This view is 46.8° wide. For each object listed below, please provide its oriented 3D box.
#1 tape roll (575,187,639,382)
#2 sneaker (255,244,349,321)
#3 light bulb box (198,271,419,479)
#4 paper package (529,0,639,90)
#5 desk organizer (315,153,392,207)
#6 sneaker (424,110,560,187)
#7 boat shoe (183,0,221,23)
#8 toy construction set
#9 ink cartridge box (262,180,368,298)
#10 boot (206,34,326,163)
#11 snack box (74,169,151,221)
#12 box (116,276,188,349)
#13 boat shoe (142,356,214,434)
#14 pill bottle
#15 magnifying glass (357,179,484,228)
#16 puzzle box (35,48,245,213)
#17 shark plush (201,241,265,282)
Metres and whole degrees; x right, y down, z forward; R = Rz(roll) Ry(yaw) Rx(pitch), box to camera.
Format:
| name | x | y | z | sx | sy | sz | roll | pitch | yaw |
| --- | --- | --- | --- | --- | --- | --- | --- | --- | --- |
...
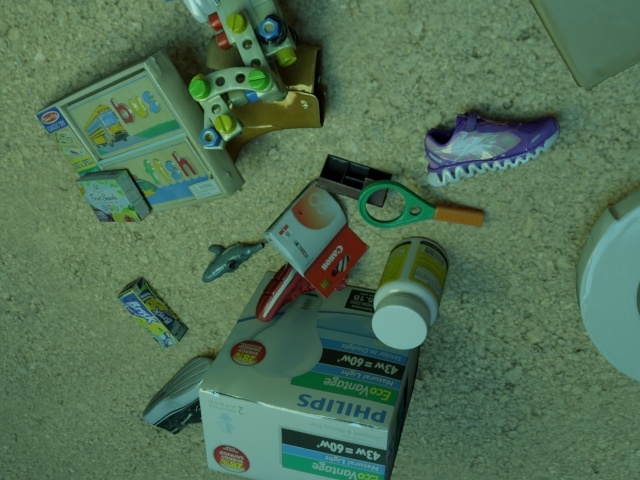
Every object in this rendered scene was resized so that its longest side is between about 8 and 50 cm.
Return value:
| name | x | y | z | sx | sy | sz | roll | pitch | yaw |
| --- | --- | --- | --- | --- | --- | --- | --- | --- | --- |
| tape roll | 0.628 | 0.075 | 1.229 | 0.392 | 0.072 | 0.392 | 4 | 114 | 9 |
| sneaker | -0.021 | 0.090 | 1.445 | 0.128 | 0.087 | 0.221 | 38 | 83 | -14 |
| light bulb box | -0.003 | 0.278 | 1.455 | 0.357 | 0.361 | 0.225 | 9 | 126 | 13 |
| paper package | 0.405 | -0.418 | 0.959 | 0.309 | 0.168 | 0.325 | -27 | 110 | 30 |
| desk organizer | 0.063 | -0.110 | 1.364 | 0.130 | 0.047 | 0.050 | 18 | 125 | 6 |
| sneaker | 0.272 | -0.169 | 1.227 | 0.236 | 0.095 | 0.105 | -15 | 109 | 28 |
| boat shoe | -0.220 | -0.451 | 1.221 | 0.063 | 0.066 | 0.184 | -25 | 111 | 16 |
| toy construction set | -0.159 | -0.326 | 1.174 | 0.215 | 0.151 | 0.328 | -24 | 99 | 15 |
| ink cartridge box | 0.000 | 0.000 | 1.400 | 0.179 | 0.145 | 0.045 | 45 | 158 | -12 |
| boot | -0.098 | -0.214 | 1.312 | 0.211 | 0.104 | 0.295 | 14 | 122 | 11 |
| snack box | -0.407 | -0.085 | 1.449 | 0.141 | 0.037 | 0.100 | 0 | 126 | 41 |
| box | -0.387 | 0.168 | 1.705 | 0.059 | 0.054 | 0.169 | -25 | 111 | 31 |
| boat shoe | -0.312 | 0.382 | 1.803 | 0.119 | 0.121 | 0.335 | 35 | 138 | -16 |
| pill bottle | 0.165 | 0.096 | 1.367 | 0.119 | 0.208 | 0.119 | 9 | 125 | 14 |
| magnifying glass | 0.181 | -0.056 | 1.339 | 0.230 | 0.026 | 0.092 | 9 | 121 | -3 |
| puzzle box | -0.347 | -0.177 | 1.380 | 0.409 | 0.052 | 0.272 | -8 | 121 | 45 |
| shark plush | -0.175 | 0.045 | 1.539 | 0.161 | 0.067 | 0.073 | -12 | 118 | 26 |
